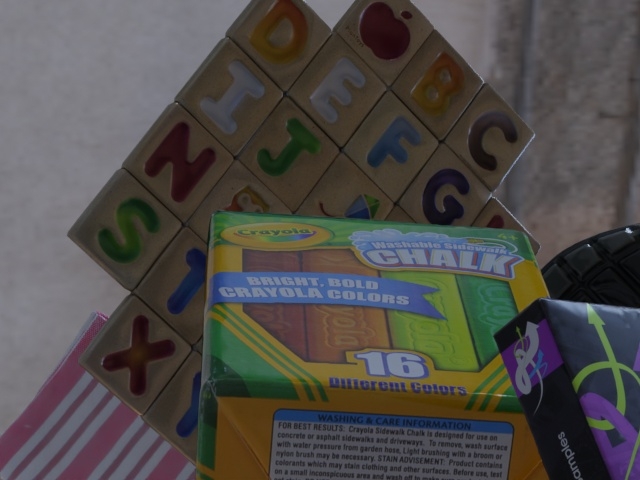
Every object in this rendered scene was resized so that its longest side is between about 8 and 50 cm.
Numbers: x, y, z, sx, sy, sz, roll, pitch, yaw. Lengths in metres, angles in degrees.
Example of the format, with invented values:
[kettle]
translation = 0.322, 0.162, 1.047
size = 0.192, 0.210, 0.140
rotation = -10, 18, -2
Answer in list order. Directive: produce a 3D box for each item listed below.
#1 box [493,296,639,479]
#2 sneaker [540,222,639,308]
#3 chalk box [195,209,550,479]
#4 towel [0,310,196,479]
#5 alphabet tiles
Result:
[box]
translation = 0.133, 0.097, 0.652
size = 0.029, 0.116, 0.162
rotation = -43, -126, 38
[sneaker]
translation = 0.173, 0.081, 1.445
size = 0.267, 0.106, 0.101
rotation = -43, -95, 12
[chalk box]
translation = 0.023, 0.095, 1.010
size = 0.289, 0.180, 0.179
rotation = -99, -168, -68
[towel]
translation = -0.129, 0.158, 1.377
size = 0.197, 0.029, 0.144
rotation = 35, -94, 20
[alphabet tiles]
translation = 0.000, 0.000, 1.305
size = 0.342, 0.285, 0.011
rotation = -53, -156, -18
